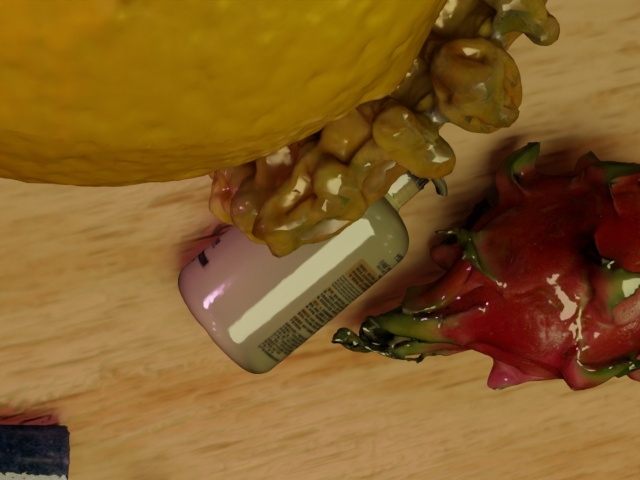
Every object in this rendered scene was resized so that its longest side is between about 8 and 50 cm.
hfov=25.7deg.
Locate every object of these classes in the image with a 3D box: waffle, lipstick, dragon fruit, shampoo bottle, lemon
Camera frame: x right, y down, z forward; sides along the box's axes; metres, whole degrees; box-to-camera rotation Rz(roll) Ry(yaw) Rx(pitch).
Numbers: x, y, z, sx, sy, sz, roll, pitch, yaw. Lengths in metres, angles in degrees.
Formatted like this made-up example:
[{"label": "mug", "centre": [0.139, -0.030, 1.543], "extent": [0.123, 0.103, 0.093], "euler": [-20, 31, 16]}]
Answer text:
[{"label": "waffle", "centre": [0.026, -0.085, 0.690], "extent": [0.057, 0.219, 0.229], "euler": [32, 102, -28]}, {"label": "lipstick", "centre": [-0.264, 0.124, 0.806], "extent": [0.234, 0.053, 0.053], "euler": [7, 114, -17]}, {"label": "dragon fruit", "centre": [0.121, 0.024, 0.842], "extent": [0.236, 0.135, 0.137], "euler": [-5, 126, 3]}, {"label": "shampoo bottle", "centre": [0.000, 0.000, 0.808], "extent": [0.162, 0.079, 0.079], "euler": [-40, 123, 4]}, {"label": "lemon", "centre": [-0.095, -0.176, 0.547], "extent": [0.336, 0.336, 0.336], "euler": [-8, 119, -15]}]
